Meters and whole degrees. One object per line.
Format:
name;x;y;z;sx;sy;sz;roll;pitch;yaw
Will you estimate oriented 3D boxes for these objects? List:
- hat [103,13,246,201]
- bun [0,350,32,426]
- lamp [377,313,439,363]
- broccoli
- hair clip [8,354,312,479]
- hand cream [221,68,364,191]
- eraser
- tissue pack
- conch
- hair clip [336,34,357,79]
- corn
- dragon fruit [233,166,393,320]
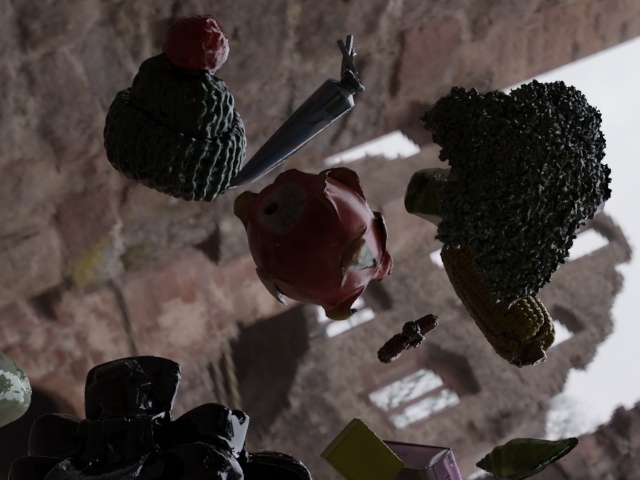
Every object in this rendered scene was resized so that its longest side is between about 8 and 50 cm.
hat;-0.256;-0.258;2.230;0.242;0.274;0.332;-60;168;-67
bun;-0.652;0.254;2.050;0.293;0.293;0.187;128;-58;-67
lamp;0.099;0.119;1.401;0.083;0.063;0.031;-40;-103;35
broccoli;0.205;-0.086;1.487;0.361;0.221;0.252;-130;-140;-68
hair clip;-0.171;0.243;1.133;0.194;0.310;0.206;-75;155;-60
hand cream;-0.045;-0.163;1.871;0.058;0.271;0.091;49;10;0
eraser;0.077;0.398;2.167;0.122;0.097;0.045;45;-14;-6
tissue pack;0.179;0.507;2.489;0.246;0.092;0.148;-4;-70;48
conch;0.369;0.400;2.173;0.201;0.095;0.079;-29;-86;48
hair clip;0.050;-0.308;2.055;0.039;0.030;0.115;52;22;-32
corn;0.307;0.101;2.112;0.322;0.119;0.119;55;-23;40
dragon fruit;-0.004;-0.001;1.804;0.224;0.224;0.227;48;-6;43
